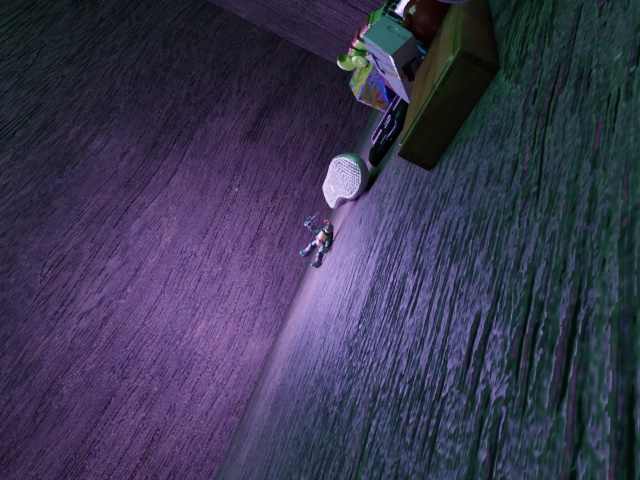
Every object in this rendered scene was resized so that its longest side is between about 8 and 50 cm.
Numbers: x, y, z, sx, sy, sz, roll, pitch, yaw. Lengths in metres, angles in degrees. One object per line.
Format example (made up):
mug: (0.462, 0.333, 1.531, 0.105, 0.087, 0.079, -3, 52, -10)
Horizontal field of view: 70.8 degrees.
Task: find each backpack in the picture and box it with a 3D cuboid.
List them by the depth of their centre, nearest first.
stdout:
backpack: (0.264, -0.534, 1.524, 0.101, 0.120, 0.098, 45, -157, -68)

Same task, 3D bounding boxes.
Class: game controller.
game controller: (0.240, -0.383, 1.537, 0.319, 0.067, 0.167, 122, 158, -66)

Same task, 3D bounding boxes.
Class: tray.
tray: (0.244, -0.330, 0.875, 0.411, 0.076, 0.203, -68, 5, -48)

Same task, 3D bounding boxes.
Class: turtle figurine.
turtle figurine: (0.000, 0.000, 1.970, 0.175, 0.118, 0.234, 56, 135, 36)

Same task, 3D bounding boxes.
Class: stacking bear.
stacking bear: (0.295, -0.598, 1.035, 0.289, 0.175, 0.164, -58, 41, 11)

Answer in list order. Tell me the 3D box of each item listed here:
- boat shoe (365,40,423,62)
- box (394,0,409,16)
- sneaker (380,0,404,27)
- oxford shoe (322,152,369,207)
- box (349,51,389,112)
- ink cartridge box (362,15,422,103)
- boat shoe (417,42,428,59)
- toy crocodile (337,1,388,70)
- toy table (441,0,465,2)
boat shoe: (0.271, -0.657, 1.552, 0.324, 0.116, 0.097, 34, 110, 58)
box: (0.333, -0.798, 1.228, 0.322, 0.058, 0.232, -59, 7, -5)
sneaker: (0.319, -0.790, 1.531, 0.300, 0.111, 0.121, -46, -27, -7)
oxford shoe: (0.112, -0.230, 1.700, 0.129, 0.169, 0.449, -20, -5, -12)
box: (0.267, -0.709, 1.841, 0.279, 0.176, 0.290, -96, 29, -58)
ink cartridge box: (0.191, -0.447, 1.123, 0.072, 0.127, 0.175, -40, -35, 5)
boat shoe: (0.279, -0.501, 1.273, 0.258, 0.108, 0.089, -67, 0, -60)
toy crocodile: (0.171, -0.771, 1.721, 0.340, 0.105, 0.115, 151, 135, -67)
toy table: (0.252, -0.488, 0.696, 0.161, 0.252, 0.274, -48, -4, -45)
